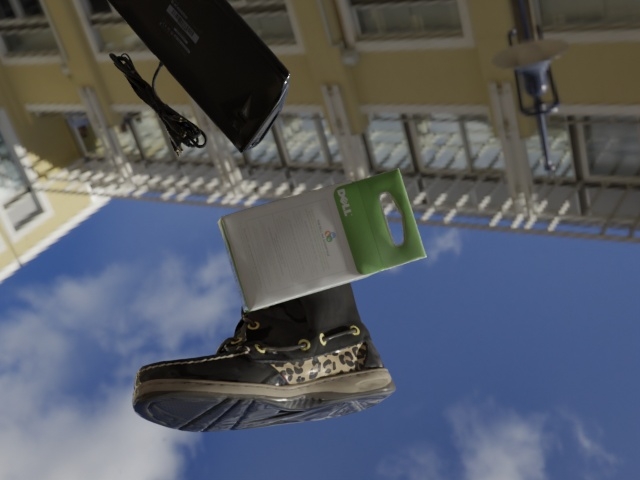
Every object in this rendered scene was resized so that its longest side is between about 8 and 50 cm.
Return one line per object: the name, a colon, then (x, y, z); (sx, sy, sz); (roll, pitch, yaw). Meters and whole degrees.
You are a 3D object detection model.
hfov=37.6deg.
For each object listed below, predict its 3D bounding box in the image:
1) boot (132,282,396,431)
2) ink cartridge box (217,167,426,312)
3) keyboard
boot: (-0.088, 0.100, 1.272); (0.377, 0.138, 0.284); (1, -117, -30)
ink cartridge box: (0.000, 0.000, 1.058); (0.209, 0.109, 0.062); (-16, 176, -11)
keyboard: (-0.174, -0.232, 1.130); (0.033, 0.317, 0.201); (-25, 161, -52)
